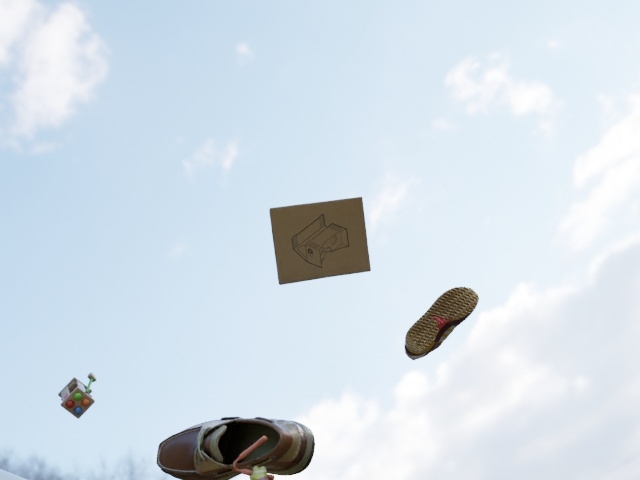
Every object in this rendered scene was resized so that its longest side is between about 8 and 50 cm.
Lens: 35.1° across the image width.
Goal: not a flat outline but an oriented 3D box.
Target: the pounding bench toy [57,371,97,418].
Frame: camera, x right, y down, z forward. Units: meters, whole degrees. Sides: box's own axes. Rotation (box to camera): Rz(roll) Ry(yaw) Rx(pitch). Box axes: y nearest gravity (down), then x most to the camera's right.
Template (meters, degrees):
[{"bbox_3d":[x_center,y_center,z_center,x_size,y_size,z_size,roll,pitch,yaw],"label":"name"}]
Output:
[{"bbox_3d":[-0.503,0.322,2.133,0.083,0.065,0.052,-46,-65,-3],"label":"pounding bench toy"}]

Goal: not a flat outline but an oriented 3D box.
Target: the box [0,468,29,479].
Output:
[{"bbox_3d":[-0.457,0.325,1.260,0.113,0.275,0.094,23,-98,-73],"label":"box"}]

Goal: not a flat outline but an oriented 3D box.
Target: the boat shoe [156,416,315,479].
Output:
[{"bbox_3d":[-0.171,0.374,1.860,0.324,0.122,0.120,-13,-27,26],"label":"boat shoe"}]

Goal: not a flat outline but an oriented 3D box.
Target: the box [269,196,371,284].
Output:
[{"bbox_3d":[0.000,0.000,2.146,0.201,0.164,0.021,-8,3,-8],"label":"box"}]

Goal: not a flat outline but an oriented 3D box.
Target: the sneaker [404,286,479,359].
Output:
[{"bbox_3d":[0.236,0.163,2.002,0.185,0.069,0.084,-36,-21,-16],"label":"sneaker"}]

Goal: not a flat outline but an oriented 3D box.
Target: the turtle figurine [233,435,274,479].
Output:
[{"bbox_3d":[-0.112,0.491,1.738,0.217,0.087,0.269,43,-109,-26],"label":"turtle figurine"}]
